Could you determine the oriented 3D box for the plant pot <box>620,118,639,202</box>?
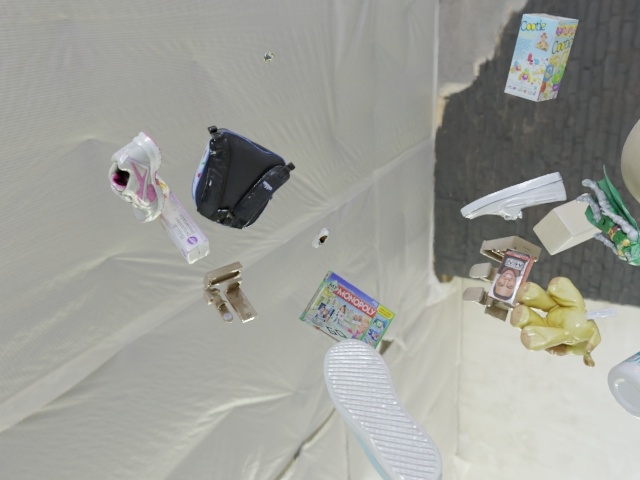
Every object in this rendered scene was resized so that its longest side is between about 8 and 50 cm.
[{"bbox_3d":[0.755,-0.132,1.068,0.191,0.284,0.284,-74,-22,-57],"label":"plant pot"}]

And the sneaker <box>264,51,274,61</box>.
[{"bbox_3d":[-0.189,-0.657,2.026,0.031,0.035,0.083,46,-156,-10],"label":"sneaker"}]

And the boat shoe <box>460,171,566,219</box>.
[{"bbox_3d":[0.492,-0.093,1.435,0.095,0.258,0.084,-10,-100,-64],"label":"boat shoe"}]

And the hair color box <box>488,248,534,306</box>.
[{"bbox_3d":[0.518,0.100,1.523,0.043,0.072,0.141,33,-101,-55],"label":"hair color box"}]

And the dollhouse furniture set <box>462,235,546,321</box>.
[{"bbox_3d":[0.554,0.123,1.719,0.212,0.161,0.242,25,-103,-14],"label":"dollhouse furniture set"}]

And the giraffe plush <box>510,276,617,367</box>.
[{"bbox_3d":[0.542,0.195,1.245,0.170,0.210,0.181,52,-130,-48],"label":"giraffe plush"}]

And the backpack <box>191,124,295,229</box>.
[{"bbox_3d":[-0.261,-0.176,1.679,0.277,0.213,0.263,26,-89,-17],"label":"backpack"}]

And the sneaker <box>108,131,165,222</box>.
[{"bbox_3d":[-0.447,-0.136,1.334,0.111,0.103,0.252,-33,-32,-35],"label":"sneaker"}]

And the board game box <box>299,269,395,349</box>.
[{"bbox_3d":[0.104,0.284,2.098,0.317,0.046,0.213,34,-98,-19],"label":"board game box"}]

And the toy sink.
[{"bbox_3d":[0.923,-0.069,2.032,0.234,0.131,0.153,-20,-21,-18],"label":"toy sink"}]

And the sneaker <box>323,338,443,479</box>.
[{"bbox_3d":[0.110,0.359,1.102,0.135,0.366,0.150,-20,-49,-11],"label":"sneaker"}]

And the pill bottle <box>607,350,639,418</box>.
[{"bbox_3d":[0.873,0.330,1.413,0.264,0.146,0.146,-23,-55,-16],"label":"pill bottle"}]

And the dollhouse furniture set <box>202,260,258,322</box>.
[{"bbox_3d":[-0.262,0.164,1.666,0.144,0.123,0.151,-20,-30,-34],"label":"dollhouse furniture set"}]

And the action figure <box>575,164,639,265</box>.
[{"bbox_3d":[0.608,-0.035,1.167,0.232,0.064,0.137,-98,1,-48],"label":"action figure"}]

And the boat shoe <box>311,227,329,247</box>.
[{"bbox_3d":[0.000,0.000,1.854,0.035,0.100,0.035,23,-133,-21],"label":"boat shoe"}]

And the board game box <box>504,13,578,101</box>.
[{"bbox_3d":[0.794,-0.662,2.025,0.142,0.144,0.275,-18,-53,-36],"label":"board game box"}]

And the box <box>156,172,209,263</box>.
[{"bbox_3d":[-0.405,-0.080,1.490,0.063,0.324,0.067,-30,-25,-24],"label":"box"}]
